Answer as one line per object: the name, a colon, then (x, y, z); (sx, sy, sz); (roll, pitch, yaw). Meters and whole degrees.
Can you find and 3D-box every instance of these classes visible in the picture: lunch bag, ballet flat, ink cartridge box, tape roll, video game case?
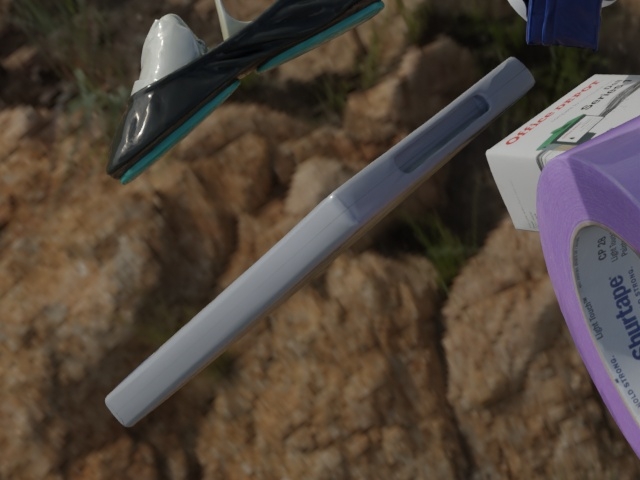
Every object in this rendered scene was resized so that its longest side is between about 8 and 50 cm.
lunch bag: (0.188, -0.198, 1.374); (0.065, 0.098, 0.067); (4, 52, 8)
ballet flat: (-0.079, -0.158, 1.449); (0.280, 0.095, 0.096); (-36, 91, -14)
ink cartridge box: (0.281, -0.077, 1.610); (0.160, 0.092, 0.219); (-35, 22, -24)
tape roll: (0.237, 0.055, 1.072); (0.090, 0.275, 0.275); (-26, 57, -9)
video game case: (0.000, 0.000, 1.434); (0.036, 0.329, 0.300); (50, 41, 2)

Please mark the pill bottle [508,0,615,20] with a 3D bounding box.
pill bottle: (0.252, -0.277, 1.601); (0.186, 0.112, 0.112); (-43, 49, 38)
